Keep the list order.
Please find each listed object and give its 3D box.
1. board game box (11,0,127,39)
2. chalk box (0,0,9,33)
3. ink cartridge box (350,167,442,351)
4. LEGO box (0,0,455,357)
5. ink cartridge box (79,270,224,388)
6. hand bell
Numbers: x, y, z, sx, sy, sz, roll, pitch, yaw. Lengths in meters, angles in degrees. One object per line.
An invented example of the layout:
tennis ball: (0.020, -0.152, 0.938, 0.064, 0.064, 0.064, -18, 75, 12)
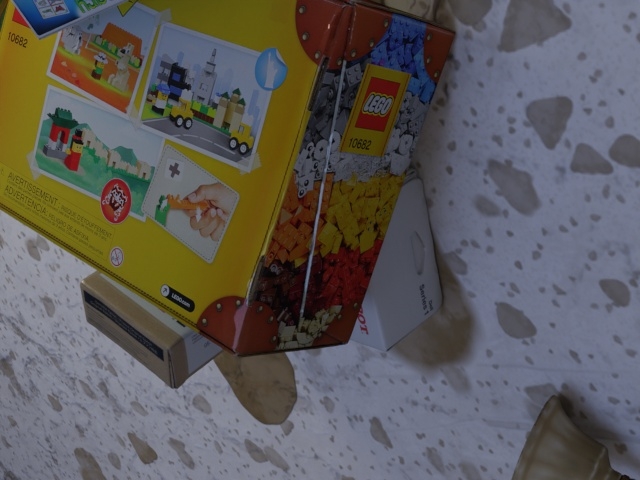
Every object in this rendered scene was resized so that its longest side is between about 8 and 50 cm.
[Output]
board game box: (-0.227, -0.332, 1.098, 0.305, 0.053, 0.193, -13, 121, 35)
chalk box: (-0.460, -0.346, 1.560, 0.132, 0.132, 0.213, 41, 144, 9)
ink cartridge box: (0.000, 0.000, 1.398, 0.278, 0.117, 0.201, 15, 129, 42)
LEGO box: (-0.152, -0.144, 1.260, 0.500, 0.193, 0.372, 27, 106, 34)
ink cartridge box: (-0.190, 0.074, 1.581, 0.193, 0.235, 0.088, 30, 139, 30)
hand bell: (0.351, 0.284, 1.256, 0.242, 0.126, 0.126, 24, 136, 20)
